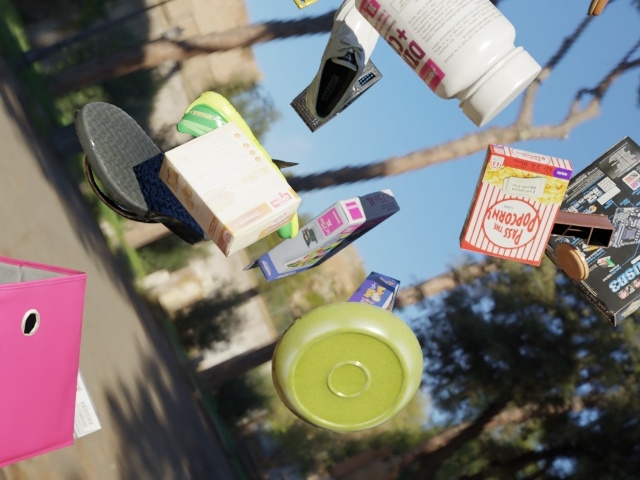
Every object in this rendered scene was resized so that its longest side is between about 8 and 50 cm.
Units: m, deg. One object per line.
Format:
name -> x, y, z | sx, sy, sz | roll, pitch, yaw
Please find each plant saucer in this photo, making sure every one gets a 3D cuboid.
plant saucer -> 0.043, 0.209, 1.738 | 0.037, 0.241, 0.241 | -95, 167, -63
plant saucer -> 0.482, 0.042, 2.140 | 0.083, 0.013, 0.083 | 52, -19, 26

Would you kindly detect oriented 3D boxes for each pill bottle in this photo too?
pill bottle -> 0.201, -0.324, 1.744 | 0.283, 0.160, 0.160 | 48, -12, 6

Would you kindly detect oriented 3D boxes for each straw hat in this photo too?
straw hat -> -0.115, -0.137, 2.279 | 0.144, 0.144, 0.061 | -167, -96, -79

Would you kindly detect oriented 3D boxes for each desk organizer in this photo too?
desk organizer -> 0.474, -0.022, 2.068 | 0.050, 0.130, 0.047 | -100, -162, -60

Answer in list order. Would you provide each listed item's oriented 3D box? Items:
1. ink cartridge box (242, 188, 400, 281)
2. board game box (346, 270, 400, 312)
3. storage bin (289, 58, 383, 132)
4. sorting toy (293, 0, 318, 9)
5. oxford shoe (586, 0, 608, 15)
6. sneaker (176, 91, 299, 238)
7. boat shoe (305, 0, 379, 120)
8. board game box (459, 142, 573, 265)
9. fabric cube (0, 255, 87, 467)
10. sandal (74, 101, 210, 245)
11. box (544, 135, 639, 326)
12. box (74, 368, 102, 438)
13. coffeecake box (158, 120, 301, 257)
ink cartridge box -> 0.000, 0.000, 2.311 | 0.311, 0.185, 0.065 | -32, -100, 38
board game box -> 0.085, 0.232, 2.578 | 0.347, 0.078, 0.233 | -44, 151, -69
storage bin -> 0.033, -0.323, 2.387 | 0.084, 0.122, 0.180 | 52, -42, -3
sorting toy -> 0.006, -0.551, 2.167 | 0.132, 0.274, 0.046 | 34, -22, 6
oxford shoe -> 0.614, -0.533, 2.238 | 0.076, 0.212, 0.076 | 33, 24, -4
sneaker -> -0.143, -0.118, 1.948 | 0.295, 0.123, 0.109 | 54, -2, -9
boat shoe -> 0.051, -0.337, 2.050 | 0.084, 0.095, 0.258 | -104, -148, -69
board game box -> 0.338, -0.062, 1.939 | 0.045, 0.146, 0.194 | -84, -173, -62
fabric cube -> -0.507, 0.161, 1.548 | 0.254, 0.259, 0.258 | -5, 102, -64
sandal -> -0.326, -0.093, 1.985 | 0.446, 0.107, 0.168 | 45, 32, -59
box -> 0.611, -0.023, 2.254 | 0.293, 0.295, 0.073 | 50, -5, 30
box -> -0.515, 0.311, 2.044 | 0.038, 0.186, 0.145 | -146, -145, -80
coffeecake box -> -0.147, -0.085, 1.803 | 0.185, 0.142, 0.068 | 49, -34, 17
